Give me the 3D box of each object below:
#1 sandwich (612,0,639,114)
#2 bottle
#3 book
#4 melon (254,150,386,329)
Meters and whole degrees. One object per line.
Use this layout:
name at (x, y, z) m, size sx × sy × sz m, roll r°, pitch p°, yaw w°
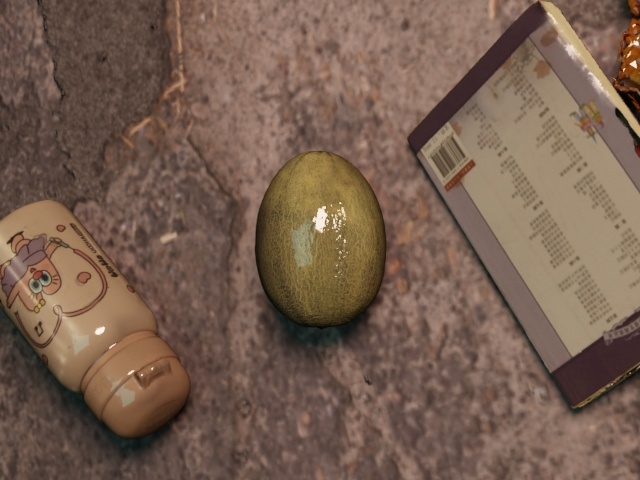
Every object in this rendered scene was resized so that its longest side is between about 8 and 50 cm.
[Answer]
sandwich at (0.259, -0.115, 0.743) m, size 0.159 × 0.079 × 0.235 m, roll -45°, pitch 69°, yaw 25°
bottle at (-0.193, 0.074, 1.014) m, size 0.209 × 0.097 × 0.110 m, roll 48°, pitch 145°, yaw 21°
book at (0.163, -0.023, 0.815) m, size 0.157 × 0.026 × 0.231 m, roll -47°, pitch 67°, yaw 44°
melon at (0.000, 0.000, 0.892) m, size 0.098 × 0.098 × 0.130 m, roll 0°, pitch 94°, yaw 31°
